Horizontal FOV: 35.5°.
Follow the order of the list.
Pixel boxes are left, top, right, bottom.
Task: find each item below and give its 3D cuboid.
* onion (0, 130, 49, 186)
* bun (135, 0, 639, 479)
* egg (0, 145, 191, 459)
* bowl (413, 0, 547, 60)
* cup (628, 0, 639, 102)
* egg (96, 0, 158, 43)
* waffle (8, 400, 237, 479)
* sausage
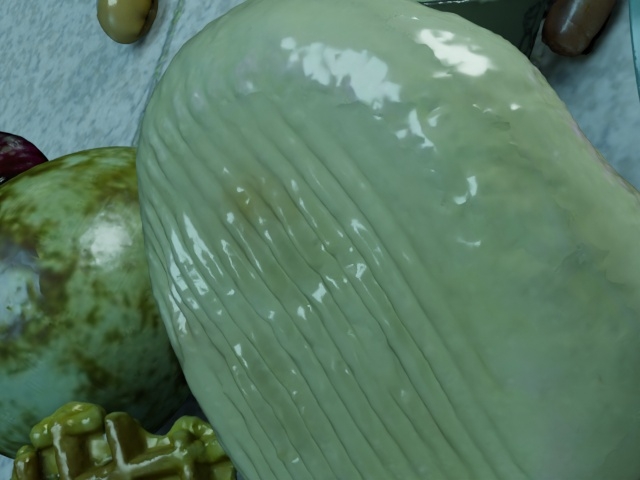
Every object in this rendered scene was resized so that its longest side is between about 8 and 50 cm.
[{"bbox_3d":[-0.388,0.005,1.070,0.221,0.281,0.280,19,80,4],"label":"onion"},{"bbox_3d":[0.054,0.023,0.588,0.361,0.213,0.360,19,122,35],"label":"bun"},{"bbox_3d":[-0.202,0.047,0.847,0.238,0.238,0.289,-8,47,41],"label":"egg"},{"bbox_3d":[0.070,-0.157,0.751,0.211,0.211,0.112,33,136,48],"label":"bowl"},{"bbox_3d":[0.271,-0.098,0.528,0.173,0.167,0.299,-10,36,32],"label":"cup"},{"bbox_3d":[-0.226,-0.268,1.158,0.071,0.071,0.083,0,71,44],"label":"egg"},{"bbox_3d":[-0.134,0.267,0.698,0.282,0.058,0.300,7,90,17],"label":"waffle"},{"bbox_3d":[0.211,-0.215,0.732,0.047,0.040,0.176,20,83,53],"label":"sausage"}]
